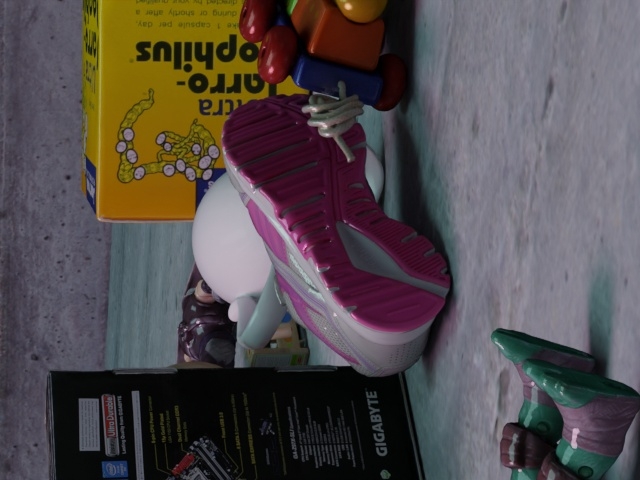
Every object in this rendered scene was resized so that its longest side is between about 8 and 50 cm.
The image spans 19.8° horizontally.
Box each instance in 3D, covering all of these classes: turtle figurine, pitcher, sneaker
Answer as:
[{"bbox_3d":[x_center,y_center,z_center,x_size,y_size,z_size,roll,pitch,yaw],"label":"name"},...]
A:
[{"bbox_3d":[0.088,0.169,0.906,0.175,0.118,0.234,28,103,60],"label":"turtle figurine"},{"bbox_3d":[-0.040,0.012,1.440,0.177,0.125,0.207,-64,11,-16],"label":"pitcher"},{"bbox_3d":[0.000,0.000,1.279,0.111,0.103,0.252,94,155,-48],"label":"sneaker"}]

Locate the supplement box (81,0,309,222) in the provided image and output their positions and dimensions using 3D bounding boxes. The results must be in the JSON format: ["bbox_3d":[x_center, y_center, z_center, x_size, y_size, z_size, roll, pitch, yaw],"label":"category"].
[{"bbox_3d":[-0.119,-0.206,1.692,0.194,0.195,0.356,-140,50,-75],"label":"supplement box"}]

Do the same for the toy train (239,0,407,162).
[{"bbox_3d":[0.025,-0.164,1.274,0.248,0.105,0.143,-114,39,-62],"label":"toy train"}]

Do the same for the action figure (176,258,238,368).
[{"bbox_3d":[-0.102,0.129,1.884,0.285,0.099,0.185,-101,8,-55],"label":"action figure"}]

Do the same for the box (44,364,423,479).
[{"bbox_3d":[-0.050,0.232,1.223,0.079,0.257,0.322,102,162,-50],"label":"box"}]

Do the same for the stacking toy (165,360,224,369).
[{"bbox_3d":[-0.055,0.210,1.527,0.330,0.141,0.141,27,117,60],"label":"stacking toy"}]

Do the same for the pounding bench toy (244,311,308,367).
[{"bbox_3d":[-0.041,0.084,1.674,0.083,0.052,0.065,103,163,-47],"label":"pounding bench toy"}]
